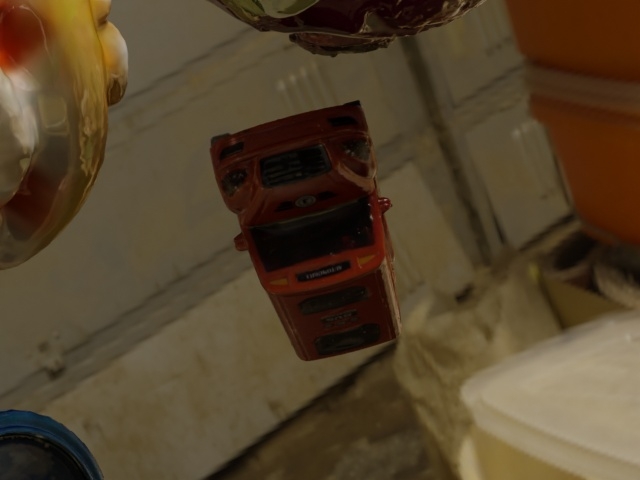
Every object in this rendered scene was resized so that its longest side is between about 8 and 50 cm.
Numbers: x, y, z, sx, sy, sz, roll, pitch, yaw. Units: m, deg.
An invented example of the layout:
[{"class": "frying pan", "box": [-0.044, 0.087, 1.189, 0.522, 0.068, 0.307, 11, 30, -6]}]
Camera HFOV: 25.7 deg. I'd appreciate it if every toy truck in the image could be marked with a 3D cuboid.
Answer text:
[{"class": "toy truck", "box": [0.000, 0.000, 0.992, 0.107, 0.252, 0.114, -14, 69, 2]}]

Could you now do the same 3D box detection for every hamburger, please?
[{"class": "hamburger", "box": [-0.241, -0.113, 0.723, 0.261, 0.302, 0.186, -29, 5, 47]}]

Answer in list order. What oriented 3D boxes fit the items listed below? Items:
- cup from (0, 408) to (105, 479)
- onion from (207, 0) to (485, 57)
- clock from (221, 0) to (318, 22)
[{"class": "cup", "box": [-0.186, 0.149, 0.648, 0.138, 0.113, 0.150, -13, 39, 45]}, {"class": "onion", "box": [-0.002, -0.271, 0.981, 0.398, 0.420, 0.398, 5, 55, -7]}, {"class": "clock", "box": [0.025, -0.195, 0.579, 0.235, 0.096, 0.308, -48, 11, -10]}]
